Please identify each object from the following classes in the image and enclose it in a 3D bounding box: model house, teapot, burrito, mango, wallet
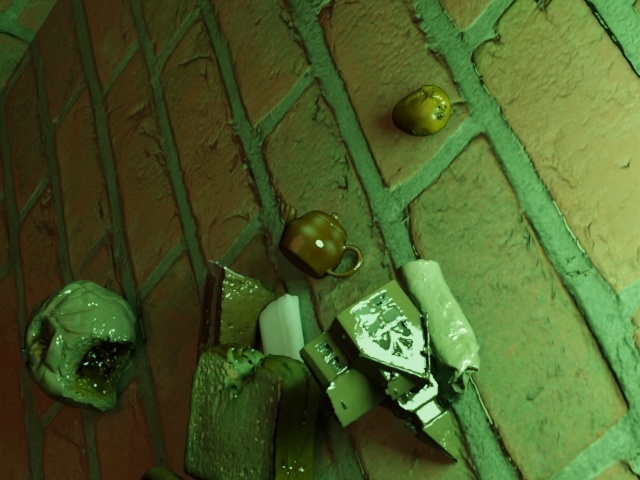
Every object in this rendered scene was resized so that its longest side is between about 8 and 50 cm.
[{"bbox_3d":[0.102,0.215,1.464,0.248,0.176,0.181,53,160,16],"label":"model house"},{"bbox_3d":[0.000,0.000,1.743,0.173,0.116,0.116,33,103,25],"label":"teapot"},{"bbox_3d":[0.170,0.112,1.494,0.087,0.060,0.226,99,154,-53],"label":"burrito"},{"bbox_3d":[0.159,-0.201,1.649,0.127,0.063,0.077,-5,76,57],"label":"mango"},{"bbox_3d":[-0.063,0.184,1.793,0.095,0.033,0.190,-38,49,35],"label":"wallet"}]

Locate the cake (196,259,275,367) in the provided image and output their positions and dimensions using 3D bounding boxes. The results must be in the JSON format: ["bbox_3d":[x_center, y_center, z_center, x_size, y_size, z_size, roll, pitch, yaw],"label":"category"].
[{"bbox_3d":[-0.166,0.181,1.900,0.116,0.112,0.296,33,113,58],"label":"cake"}]

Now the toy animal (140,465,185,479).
[{"bbox_3d":[-0.252,0.474,1.803,0.089,0.179,0.188,-45,70,34],"label":"toy animal"}]

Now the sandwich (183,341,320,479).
[{"bbox_3d":[-0.116,0.300,1.726,0.273,0.095,0.249,6,92,52],"label":"sandwich"}]

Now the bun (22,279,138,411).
[{"bbox_3d":[-0.521,0.219,2.222,0.281,0.204,0.282,-28,53,44],"label":"bun"}]
